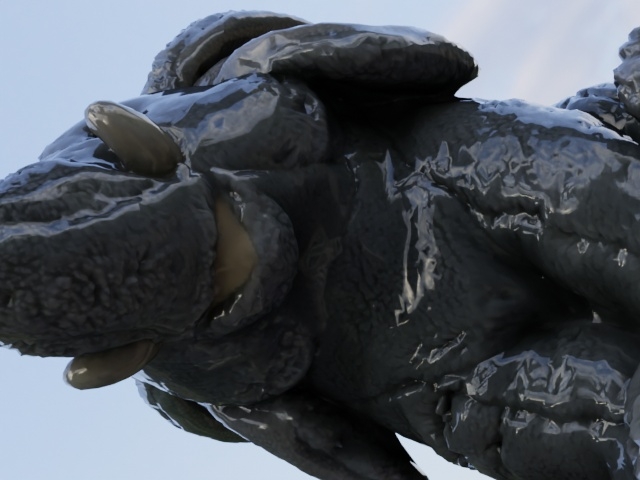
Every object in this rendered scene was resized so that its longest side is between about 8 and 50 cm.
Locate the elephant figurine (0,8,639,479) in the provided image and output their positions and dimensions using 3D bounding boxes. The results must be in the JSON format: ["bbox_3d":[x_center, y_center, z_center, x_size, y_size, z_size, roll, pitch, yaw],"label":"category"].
[{"bbox_3d":[0.000,0.000,0.449,0.186,0.239,0.169,86,-164,-55],"label":"elephant figurine"}]
